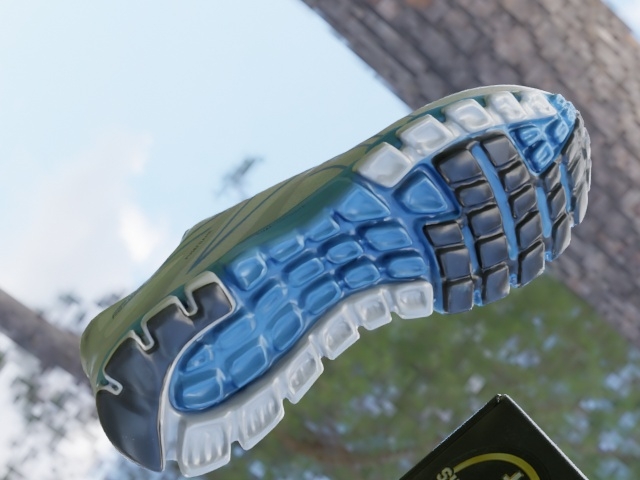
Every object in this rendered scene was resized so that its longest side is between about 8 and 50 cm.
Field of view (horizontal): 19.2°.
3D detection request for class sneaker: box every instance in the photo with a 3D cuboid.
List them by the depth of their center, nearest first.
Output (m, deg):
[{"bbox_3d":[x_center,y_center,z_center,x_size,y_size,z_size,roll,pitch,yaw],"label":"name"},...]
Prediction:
[{"bbox_3d":[0.000,0.000,0.628,0.191,0.071,0.083,-28,-157,-14],"label":"sneaker"}]

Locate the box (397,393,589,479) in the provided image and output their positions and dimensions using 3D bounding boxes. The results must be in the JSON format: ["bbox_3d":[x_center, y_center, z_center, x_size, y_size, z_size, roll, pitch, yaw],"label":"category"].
[{"bbox_3d":[0.104,0.312,1.107,0.318,0.097,0.395,-42,-141,0],"label":"box"}]
